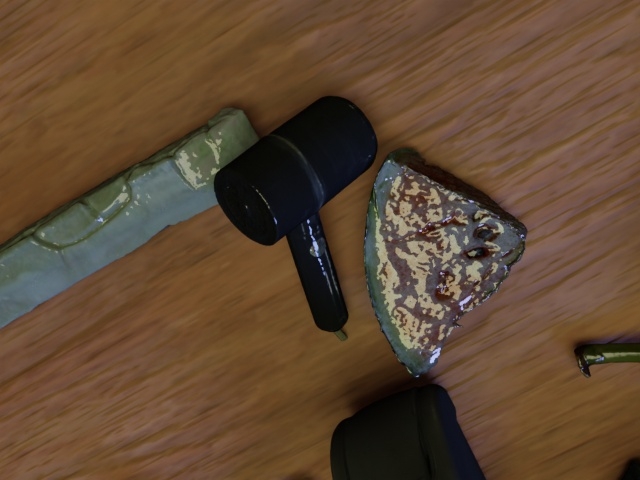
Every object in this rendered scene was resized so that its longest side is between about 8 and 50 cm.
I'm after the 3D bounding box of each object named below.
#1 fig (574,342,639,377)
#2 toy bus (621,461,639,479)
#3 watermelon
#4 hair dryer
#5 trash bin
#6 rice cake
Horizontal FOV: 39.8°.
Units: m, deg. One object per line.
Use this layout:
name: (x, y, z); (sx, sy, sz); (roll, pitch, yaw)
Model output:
fig: (0.357, 0.124, 0.747); (0.259, 0.151, 0.151); (25, 109, 29)
toy bus: (0.391, 0.298, 0.766); (0.275, 0.138, 0.167); (6, 105, 1)
watermelon: (0.103, 0.012, 0.742); (0.139, 0.071, 0.187); (-7, 98, -1)
hair dryer: (0.000, 0.000, 0.735); (0.124, 0.072, 0.219); (-37, 130, -28)
trash bin: (0.100, 0.240, 0.750); (0.101, 0.176, 0.236); (-26, 106, 10)
rice cake: (-0.194, -0.008, 0.756); (0.336, 0.063, 0.066); (-30, 112, 10)
